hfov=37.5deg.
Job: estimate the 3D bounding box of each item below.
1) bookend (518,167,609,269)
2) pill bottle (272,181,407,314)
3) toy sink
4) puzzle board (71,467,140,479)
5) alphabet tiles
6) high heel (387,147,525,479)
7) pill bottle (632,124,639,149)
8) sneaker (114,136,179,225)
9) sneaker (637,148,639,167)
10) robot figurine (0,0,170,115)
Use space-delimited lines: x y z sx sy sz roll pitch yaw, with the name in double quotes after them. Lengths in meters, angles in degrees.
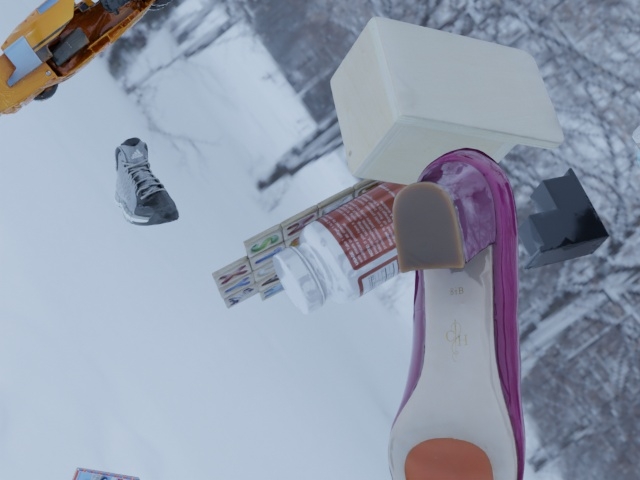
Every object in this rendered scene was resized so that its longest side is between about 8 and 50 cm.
0.428 -0.041 1.765 0.072 0.157 0.156 115 -43 -57 "bookend"
0.050 0.008 1.268 0.121 0.216 0.121 54 -16 24 "pill bottle"
0.149 -0.153 1.146 0.234 0.131 0.153 5 56 -26 "toy sink"
-0.324 0.392 1.353 0.096 0.128 0.011 18 7 -29 "puzzle board"
0.000 0.000 1.427 0.011 0.342 0.285 60 -9 18 "alphabet tiles"
0.146 0.106 0.872 0.181 0.127 0.377 -28 119 -59 "high heel"
0.391 -0.081 1.003 0.120 0.067 0.067 54 5 -7 "pill bottle"
-0.316 -0.109 1.638 0.229 0.086 0.132 27 -56 56 "sneaker"
0.600 -0.141 1.618 0.319 0.127 0.208 20 14 -41 "sneaker"
-0.240 -0.236 0.976 0.085 0.291 0.211 51 -9 -17 "robot figurine"
